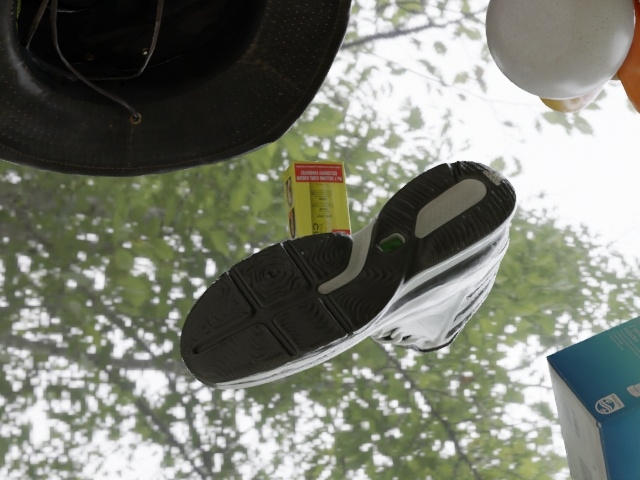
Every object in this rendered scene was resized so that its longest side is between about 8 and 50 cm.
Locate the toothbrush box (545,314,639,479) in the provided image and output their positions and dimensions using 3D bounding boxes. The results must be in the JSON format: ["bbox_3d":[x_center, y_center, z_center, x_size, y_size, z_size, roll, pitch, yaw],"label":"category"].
[{"bbox_3d":[0.427,0.182,1.184,0.296,0.216,0.126,-23,-145,-4],"label":"toothbrush box"}]

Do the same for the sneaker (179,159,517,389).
[{"bbox_3d":[0.053,0.103,1.304,0.448,0.257,0.169,-27,-128,-14],"label":"sneaker"}]

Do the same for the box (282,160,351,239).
[{"bbox_3d":[0.000,0.000,1.545,0.058,0.087,0.232,134,-46,-65],"label":"box"}]

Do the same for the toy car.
[{"bbox_3d":[0.175,-0.146,0.532,0.136,0.159,0.182,20,-66,29],"label":"toy car"}]

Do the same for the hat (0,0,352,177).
[{"bbox_3d":[-0.143,-0.198,0.805,0.331,0.331,0.134,-53,-140,22],"label":"hat"}]
